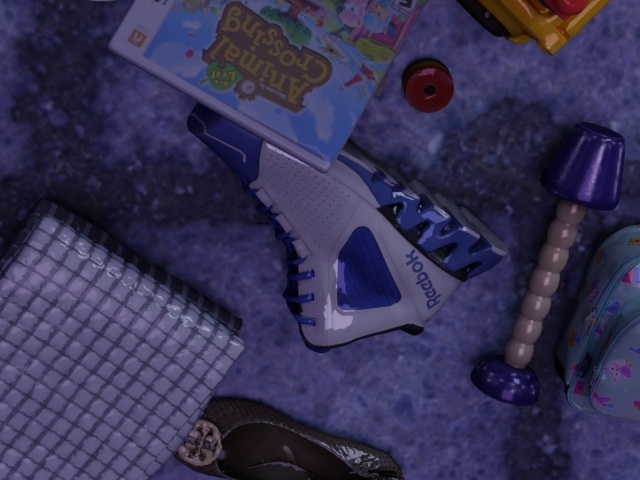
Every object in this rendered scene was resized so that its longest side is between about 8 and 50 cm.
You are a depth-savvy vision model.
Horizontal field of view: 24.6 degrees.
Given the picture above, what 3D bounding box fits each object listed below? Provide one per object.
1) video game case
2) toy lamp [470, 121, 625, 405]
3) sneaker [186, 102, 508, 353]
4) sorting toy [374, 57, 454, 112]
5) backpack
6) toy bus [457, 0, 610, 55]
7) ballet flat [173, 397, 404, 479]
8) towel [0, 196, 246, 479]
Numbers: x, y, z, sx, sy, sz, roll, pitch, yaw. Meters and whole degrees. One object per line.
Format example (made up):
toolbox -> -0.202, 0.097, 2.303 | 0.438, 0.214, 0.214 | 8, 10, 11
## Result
video game case -> -0.039, -0.190, 1.227 | 0.212, 0.023, 0.193 | 30, 85, 0
toy lamp -> 0.220, 0.021, 1.400 | 0.080, 0.080, 0.274 | 15, 110, -12
sneaker -> 0.001, 0.001, 1.334 | 0.315, 0.127, 0.182 | 31, 101, -18
sorting toy -> 0.000, -0.194, 1.293 | 0.274, 0.046, 0.132 | 11, 120, -11
backpack -> 0.325, 0.086, 1.402 | 0.166, 0.144, 0.188 | 14, 104, -6
toy bus -> 0.159, -0.260, 1.218 | 0.149, 0.211, 0.220 | -44, 108, 10
ballet flat -> -0.033, 0.217, 1.444 | 0.250, 0.058, 0.084 | 18, 106, -13
towel -> -0.240, 0.132, 1.357 | 0.235, 0.121, 0.283 | 34, 100, -19
